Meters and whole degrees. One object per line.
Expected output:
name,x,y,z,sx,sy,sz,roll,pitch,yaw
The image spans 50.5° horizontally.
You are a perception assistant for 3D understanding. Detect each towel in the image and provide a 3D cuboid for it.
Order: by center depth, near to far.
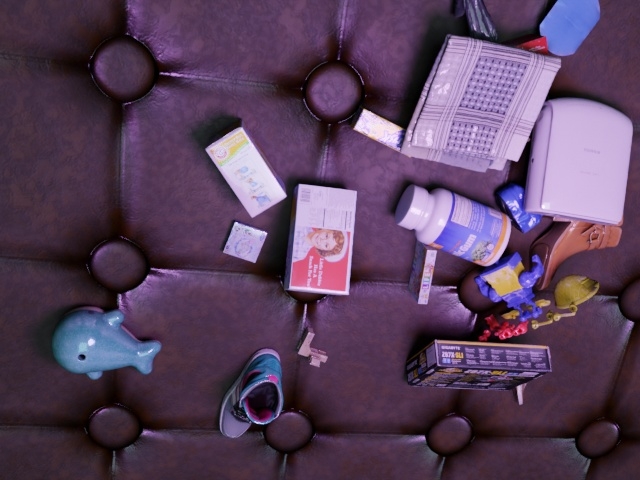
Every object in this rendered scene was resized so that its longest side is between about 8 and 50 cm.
towel,0.383,-0.314,1.633,0.313,0.056,0.324,6,125,-20

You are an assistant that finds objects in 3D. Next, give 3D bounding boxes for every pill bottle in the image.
pill bottle,0.337,-0.045,1.754,0.272,0.152,0.152,20,107,-12

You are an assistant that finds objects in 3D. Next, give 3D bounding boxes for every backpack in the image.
backpack,0.526,-0.097,1.796,0.101,0.098,0.120,-39,99,2

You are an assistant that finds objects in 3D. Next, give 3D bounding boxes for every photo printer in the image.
photo printer,0.658,-0.206,1.726,0.256,0.107,0.307,9,88,-14

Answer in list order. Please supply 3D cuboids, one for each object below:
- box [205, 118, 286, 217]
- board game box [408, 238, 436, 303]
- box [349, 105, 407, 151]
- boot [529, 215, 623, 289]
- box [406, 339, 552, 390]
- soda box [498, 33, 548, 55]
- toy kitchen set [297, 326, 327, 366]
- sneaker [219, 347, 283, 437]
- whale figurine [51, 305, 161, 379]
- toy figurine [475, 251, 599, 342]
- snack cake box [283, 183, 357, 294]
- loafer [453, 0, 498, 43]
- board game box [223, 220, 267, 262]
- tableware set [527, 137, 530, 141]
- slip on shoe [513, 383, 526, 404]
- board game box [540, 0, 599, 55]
box,-0.180,-0.178,1.650,0.103,0.114,0.203,-31,111,5
board game box,0.273,0.079,1.820,0.026,0.103,0.154,3,110,-9
box,0.163,-0.272,1.697,0.169,0.054,0.059,23,106,-17
boot,0.704,0.007,1.868,0.220,0.109,0.283,3,103,-14
box,0.428,0.350,1.877,0.322,0.079,0.257,4,154,-10
soda box,0.420,-0.423,1.661,0.264,0.083,0.092,-18,113,-2
toy kitchen set,-0.010,0.299,1.881,0.083,0.068,0.075,21,106,-16
sneaker,-0.189,0.460,1.857,0.124,0.178,0.295,23,106,-16
whale figurine,-0.557,0.282,1.757,0.272,0.141,0.216,22,106,-16
toy figurine,0.512,0.117,1.795,0.191,0.363,0.217,-29,87,-39
snack cake box,0.000,0.000,1.704,0.152,0.089,0.264,7,83,-12
loafer,0.348,-0.554,1.602,0.078,0.076,0.223,-22,103,17
board game box,-0.197,0.003,1.768,0.090,0.020,0.090,20,106,-14
tableware set,0.448,-0.319,1.730,0.194,0.039,0.128,0,122,-2
slip on shoe,0.601,0.430,2.032,0.041,0.051,0.135,-12,104,-1
board game box,0.607,-0.542,1.670,0.133,0.033,0.168,28,103,-29
